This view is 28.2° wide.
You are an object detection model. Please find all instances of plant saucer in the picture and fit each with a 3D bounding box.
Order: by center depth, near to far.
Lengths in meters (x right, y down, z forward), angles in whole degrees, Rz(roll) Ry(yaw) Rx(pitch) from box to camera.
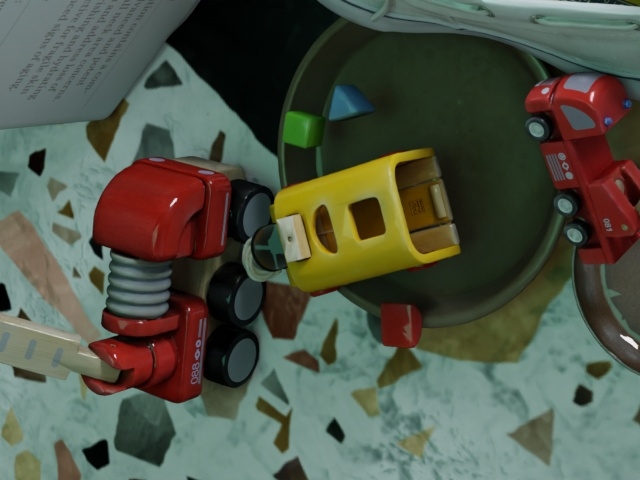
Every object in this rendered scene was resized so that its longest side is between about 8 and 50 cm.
[{"bbox_3d":[0.271,0.025,0.953,0.168,0.029,0.169,7,103,34],"label":"plant saucer"},{"bbox_3d":[0.086,-0.066,1.058,0.277,0.041,0.278,6,101,34],"label":"plant saucer"}]

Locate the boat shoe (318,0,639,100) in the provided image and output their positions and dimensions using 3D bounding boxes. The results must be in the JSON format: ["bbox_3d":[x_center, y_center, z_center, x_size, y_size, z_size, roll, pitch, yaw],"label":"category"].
[{"bbox_3d":[0.109,-0.216,0.921,0.367,0.156,0.136,27,77,26],"label":"boat shoe"}]

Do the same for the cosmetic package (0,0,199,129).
[{"bbox_3d":[-0.318,-0.310,1.076,0.329,0.393,0.327,-46,72,31],"label":"cosmetic package"}]

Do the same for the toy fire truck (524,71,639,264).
[{"bbox_3d":[0.233,-0.033,0.895,0.135,0.047,0.192,-4,117,46],"label":"toy fire truck"}]

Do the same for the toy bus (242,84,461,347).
[{"bbox_3d":[0.008,-0.008,1.031,0.191,0.104,0.202,34,114,24],"label":"toy bus"}]

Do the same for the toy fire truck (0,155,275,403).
[{"bbox_3d":[-0.181,0.040,1.131,0.158,0.246,0.217,16,107,31],"label":"toy fire truck"}]
